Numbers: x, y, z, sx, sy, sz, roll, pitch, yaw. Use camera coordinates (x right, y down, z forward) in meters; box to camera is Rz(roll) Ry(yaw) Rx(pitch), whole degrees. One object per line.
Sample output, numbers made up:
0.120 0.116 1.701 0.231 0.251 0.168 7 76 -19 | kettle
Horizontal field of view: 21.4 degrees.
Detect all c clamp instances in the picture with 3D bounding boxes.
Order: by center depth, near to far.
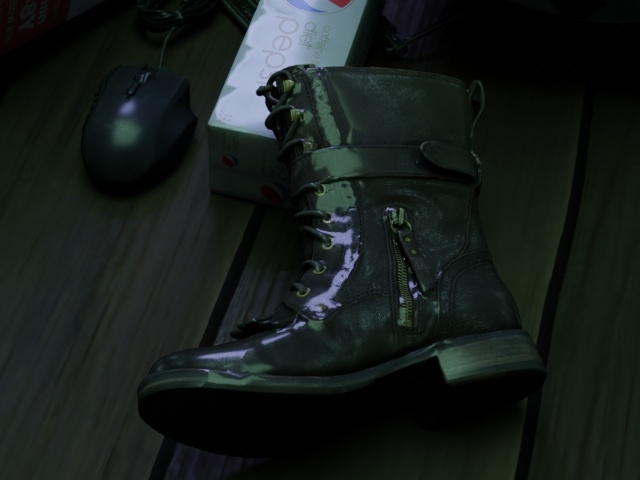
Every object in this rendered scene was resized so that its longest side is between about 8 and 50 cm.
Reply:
0.002 -0.176 1.255 0.137 0.022 0.161 -31 57 -24 | c clamp

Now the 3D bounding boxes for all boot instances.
0.000 0.000 0.995 0.263 0.091 0.229 -4 63 -23 | boot

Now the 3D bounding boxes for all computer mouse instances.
-0.111 -0.128 1.172 0.071 0.041 0.242 5 47 8 | computer mouse

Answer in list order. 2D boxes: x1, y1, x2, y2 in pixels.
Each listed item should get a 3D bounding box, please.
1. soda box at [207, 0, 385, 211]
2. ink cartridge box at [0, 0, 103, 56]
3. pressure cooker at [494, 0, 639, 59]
-0.012 -0.124 1.152 0.074 0.069 0.216 13 51 8 | soda box
-0.205 -0.321 1.247 0.279 0.160 0.385 35 47 20 | ink cartridge box
0.230 -0.331 1.171 0.375 0.420 0.370 -1 60 27 | pressure cooker
